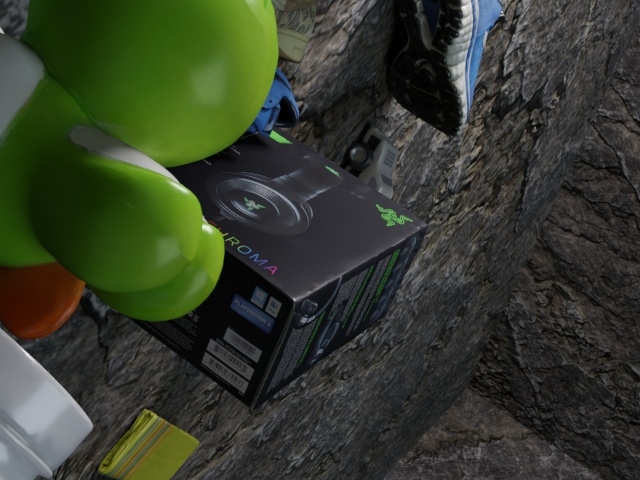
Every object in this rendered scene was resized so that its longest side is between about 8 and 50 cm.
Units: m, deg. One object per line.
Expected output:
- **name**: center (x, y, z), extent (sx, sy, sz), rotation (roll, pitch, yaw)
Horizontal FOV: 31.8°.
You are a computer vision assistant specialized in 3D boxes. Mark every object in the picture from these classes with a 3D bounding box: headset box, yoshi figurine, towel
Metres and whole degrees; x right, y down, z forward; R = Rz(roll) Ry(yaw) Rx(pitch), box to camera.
- **headset box**: center (-0.064, 0.003, 1.127), extent (0.283, 0.246, 0.131), rotation (-27, 146, -55)
- **yoshi figurine**: center (-0.164, -0.109, 0.519), extent (0.204, 0.362, 0.203), rotation (-19, 138, -60)
- **towel**: center (-0.233, 0.293, 1.546), extent (0.102, 0.021, 0.237), rotation (-48, 161, -8)

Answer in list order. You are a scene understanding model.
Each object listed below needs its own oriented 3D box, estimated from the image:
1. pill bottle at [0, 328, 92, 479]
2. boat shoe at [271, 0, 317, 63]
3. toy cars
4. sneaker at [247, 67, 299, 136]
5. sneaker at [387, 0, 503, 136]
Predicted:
- **pill bottle**: center (-0.362, 0.232, 0.796), extent (0.407, 0.229, 0.229), rotation (-50, 160, -20)
- **boat shoe**: center (-0.066, -0.227, 0.993), extent (0.089, 0.105, 0.285), rotation (-63, 171, 7)
- **toy cars**: center (0.000, 0.000, 1.528), extent (0.394, 0.087, 0.176), rotation (-44, 158, -34)
- **sneaker**: center (-0.080, -0.145, 1.090), extent (0.069, 0.082, 0.209), rotation (-45, 164, 17)
- **sneaker**: center (0.181, -0.268, 1.475), extent (0.147, 0.130, 0.330), rotation (-44, 158, -25)
